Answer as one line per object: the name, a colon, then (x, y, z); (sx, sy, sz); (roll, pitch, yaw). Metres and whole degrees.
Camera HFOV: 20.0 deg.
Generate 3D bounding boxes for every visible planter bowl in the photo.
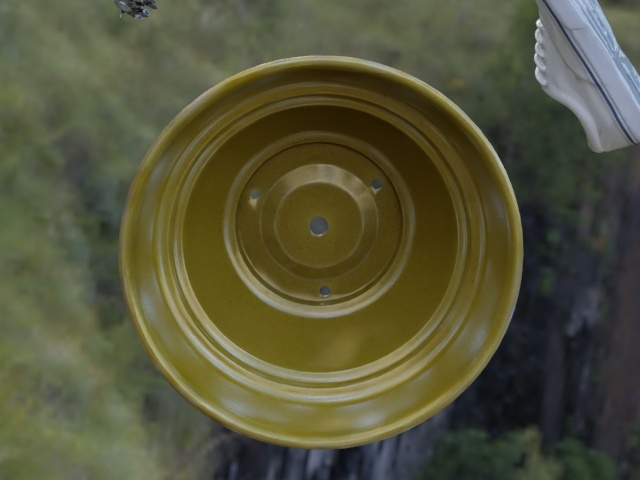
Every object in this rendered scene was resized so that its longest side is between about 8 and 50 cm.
planter bowl: (0.000, 0.000, 1.009); (0.217, 0.217, 0.090); (10, 12, -3)

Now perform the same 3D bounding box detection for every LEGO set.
LEGO set: (-0.127, -0.168, 1.185); (0.054, 0.023, 0.083); (4, -32, 33)

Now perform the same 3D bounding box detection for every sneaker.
sneaker: (0.267, -0.199, 1.938); (0.091, 0.258, 0.094); (-25, 17, 25)
